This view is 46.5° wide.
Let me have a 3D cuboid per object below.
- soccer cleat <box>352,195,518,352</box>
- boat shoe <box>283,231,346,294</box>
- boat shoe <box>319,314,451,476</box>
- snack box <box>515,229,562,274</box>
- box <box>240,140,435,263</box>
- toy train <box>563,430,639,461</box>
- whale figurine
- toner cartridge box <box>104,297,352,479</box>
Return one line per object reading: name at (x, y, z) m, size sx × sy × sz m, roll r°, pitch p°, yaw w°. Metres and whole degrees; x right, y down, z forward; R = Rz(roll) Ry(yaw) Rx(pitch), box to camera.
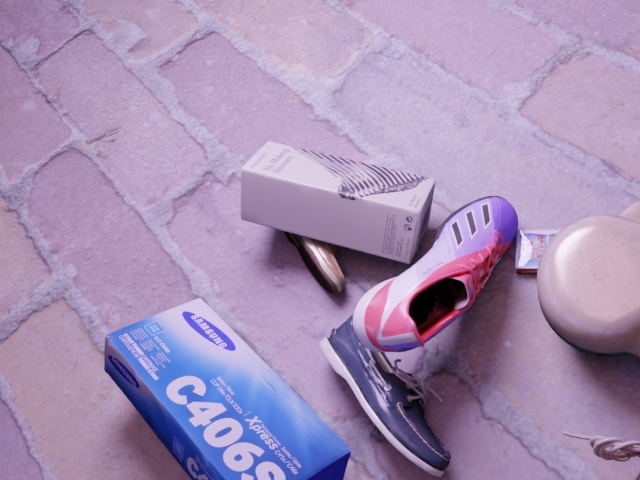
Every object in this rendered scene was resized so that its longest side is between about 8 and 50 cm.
soccer cleat at (0.184, 0.043, 0.995) m, size 0.318 × 0.109 × 0.116 m, roll -36°, pitch 18°, yaw -29°
boat shoe at (0.000, 0.000, 1.161) m, size 0.072 × 0.068 × 0.190 m, roll -25°, pitch 55°, yaw -13°
boat shoe at (0.095, 0.199, 0.994) m, size 0.079 × 0.095 × 0.254 m, roll -45°, pitch 47°, yaw 3°
snack box at (0.367, 0.016, 1.047) m, size 0.178 × 0.022 × 0.064 m, roll 0°, pitch 62°, yaw 19°
box at (0.024, -0.061, 1.120) m, size 0.275 × 0.094 × 0.113 m, roll 14°, pitch 35°, yaw 13°
toy train at (0.397, 0.303, 0.830) m, size 0.248 × 0.105 × 0.143 m, roll 3°, pitch 75°, yaw 20°
whale figurine at (0.413, 0.058, 0.933) m, size 0.272 × 0.141 × 0.216 m, roll -7°, pitch 65°, yaw 15°
toner cartridge box at (-0.136, 0.229, 1.017) m, size 0.165 × 0.075 × 0.348 m, roll -21°, pitch 47°, yaw -39°
